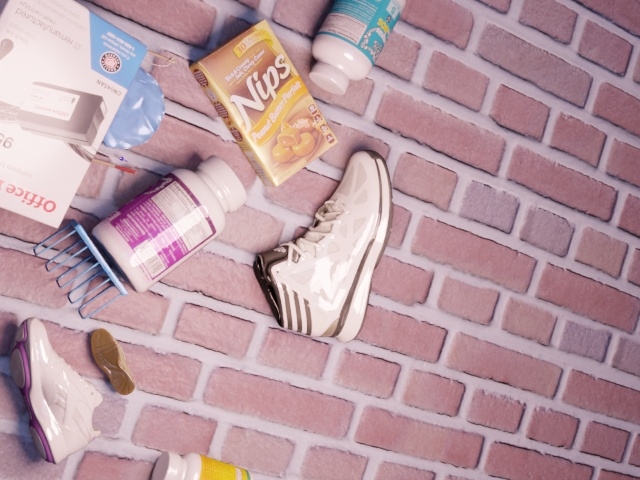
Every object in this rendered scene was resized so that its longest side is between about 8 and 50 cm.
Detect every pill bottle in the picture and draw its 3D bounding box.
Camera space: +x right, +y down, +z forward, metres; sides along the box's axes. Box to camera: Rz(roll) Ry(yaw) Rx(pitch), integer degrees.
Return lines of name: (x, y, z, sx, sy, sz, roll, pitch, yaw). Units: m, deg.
pill bottle: (0.075, -0.462, 1.882, 0.146, 0.146, 0.264, 31, 83, -24)
pill bottle: (-0.305, -0.043, 1.735, 0.301, 0.169, 0.169, -38, 109, -17)
pill bottle: (-0.258, 0.534, 1.836, 0.208, 0.117, 0.118, 25, 84, -24)

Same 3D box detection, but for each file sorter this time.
file sorter: (-0.486, 0.059, 1.691, 0.104, 0.118, 0.170, -36, 108, -13)

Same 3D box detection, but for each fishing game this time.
fishing game: (-0.418, -0.281, 1.734, 0.189, 0.041, 0.264, 15, 94, -17)

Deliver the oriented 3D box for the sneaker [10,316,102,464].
sneaker: (-0.535, 0.292, 1.709, 0.152, 0.114, 0.305, -20, 107, -36)

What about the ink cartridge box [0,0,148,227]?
ink cartridge box: (-0.544, -0.258, 1.540, 0.285, 0.166, 0.395, 26, 90, -47)

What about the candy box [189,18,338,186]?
candy box: (-0.122, -0.297, 1.839, 0.183, 0.087, 0.316, -38, 109, -17)

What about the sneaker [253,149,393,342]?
sneaker: (0.000, 0.001, 1.876, 0.257, 0.169, 0.448, 10, 93, -27)

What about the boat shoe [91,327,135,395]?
boat shoe: (-0.438, 0.254, 1.774, 0.056, 0.048, 0.153, -29, 100, -7)
